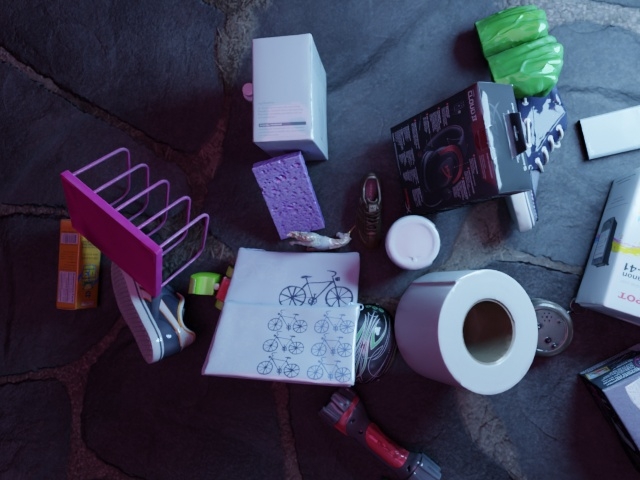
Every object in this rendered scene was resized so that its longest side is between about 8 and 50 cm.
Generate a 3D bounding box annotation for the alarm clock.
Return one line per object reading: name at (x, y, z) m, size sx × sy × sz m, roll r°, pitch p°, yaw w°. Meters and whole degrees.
alarm clock at (0.516, 0.188, 1.055) m, size 0.192 × 0.064 × 0.129 m, roll -33°, pitch 84°, yaw 4°

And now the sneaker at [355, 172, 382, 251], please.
sneaker at (0.115, -0.068, 1.117) m, size 0.066 × 0.071 × 0.189 m, roll -3°, pitch 88°, yaw 3°

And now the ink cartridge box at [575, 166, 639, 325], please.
ink cartridge box at (0.713, 0.027, 0.977) m, size 0.225 × 0.131 × 0.307 m, roll 18°, pitch 85°, yaw 7°

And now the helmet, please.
helmet at (0.100, 0.236, 1.063) m, size 0.169 × 0.161 × 0.170 m, roll 7°, pitch 113°, yaw 16°

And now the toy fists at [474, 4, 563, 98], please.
toy fists at (0.433, -0.410, 1.014) m, size 0.142 × 0.096 × 0.279 m, roll -15°, pitch 49°, yaw 22°

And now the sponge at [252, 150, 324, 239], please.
sponge at (-0.072, -0.102, 1.110) m, size 0.117 × 0.031 × 0.210 m, roll -13°, pitch 126°, yaw 9°

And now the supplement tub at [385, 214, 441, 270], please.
supplement tub at (0.204, 0.007, 1.043) m, size 0.116 × 0.190 × 0.117 m, roll 0°, pitch 88°, yaw 9°

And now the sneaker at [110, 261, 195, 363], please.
sneaker at (-0.430, 0.164, 1.189) m, size 0.321 × 0.127 × 0.126 m, roll 52°, pitch 133°, yaw 29°

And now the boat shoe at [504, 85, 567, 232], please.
boat shoe at (0.473, -0.198, 1.031) m, size 0.158 × 0.127 × 0.341 m, roll -12°, pitch 86°, yaw 16°

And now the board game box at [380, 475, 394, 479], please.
board game box at (0.184, 0.685, 1.111) m, size 0.136 × 0.035 × 0.202 m, roll 15°, pitch 91°, yaw 10°

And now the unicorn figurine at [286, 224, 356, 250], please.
unicorn figurine at (0.000, 0.000, 1.128) m, size 0.111 × 0.161 × 0.060 m, roll -1°, pitch 96°, yaw 36°

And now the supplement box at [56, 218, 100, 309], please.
supplement box at (-0.637, 0.063, 1.234) m, size 0.080 × 0.078 × 0.234 m, roll 4°, pitch 90°, yaw 21°

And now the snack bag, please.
snack bag at (-0.068, 0.149, 1.033) m, size 0.322 × 0.037 × 0.343 m, roll 1°, pitch 51°, yaw 11°

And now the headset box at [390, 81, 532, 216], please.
headset box at (0.295, -0.181, 0.982) m, size 0.110 × 0.293 × 0.218 m, roll -8°, pitch 86°, yaw -31°

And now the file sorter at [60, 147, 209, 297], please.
file sorter at (-0.436, -0.053, 1.129) m, size 0.290 × 0.202 × 0.182 m, roll 38°, pitch 52°, yaw 9°

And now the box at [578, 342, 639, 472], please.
box at (0.703, 0.369, 0.977) m, size 0.163 × 0.142 × 0.247 m, roll -30°, pitch 85°, yaw 8°

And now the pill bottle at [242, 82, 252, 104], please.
pill bottle at (-0.167, -0.364, 1.166) m, size 0.043 × 0.083 × 0.044 m, roll 0°, pitch 89°, yaw 9°

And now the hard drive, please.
hard drive at (0.663, -0.243, 1.056) m, size 0.135 × 0.022 × 0.094 m, roll -12°, pitch 87°, yaw 9°

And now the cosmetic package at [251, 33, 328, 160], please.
cosmetic package at (-0.065, -0.314, 1.077) m, size 0.138 × 0.224 × 0.225 m, roll 0°, pitch 88°, yaw 9°

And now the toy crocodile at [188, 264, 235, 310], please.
toy crocodile at (-0.159, 0.151, 1.144) m, size 0.340 × 0.105 × 0.115 m, roll 22°, pitch 93°, yaw 9°

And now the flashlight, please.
flashlight at (0.140, 0.462, 1.091) m, size 0.304 × 0.103 × 0.103 m, roll 37°, pitch 92°, yaw 10°

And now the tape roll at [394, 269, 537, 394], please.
tape roll at (0.302, 0.185, 0.987) m, size 0.245 × 0.169 × 0.247 m, roll 2°, pitch 83°, yaw -20°
